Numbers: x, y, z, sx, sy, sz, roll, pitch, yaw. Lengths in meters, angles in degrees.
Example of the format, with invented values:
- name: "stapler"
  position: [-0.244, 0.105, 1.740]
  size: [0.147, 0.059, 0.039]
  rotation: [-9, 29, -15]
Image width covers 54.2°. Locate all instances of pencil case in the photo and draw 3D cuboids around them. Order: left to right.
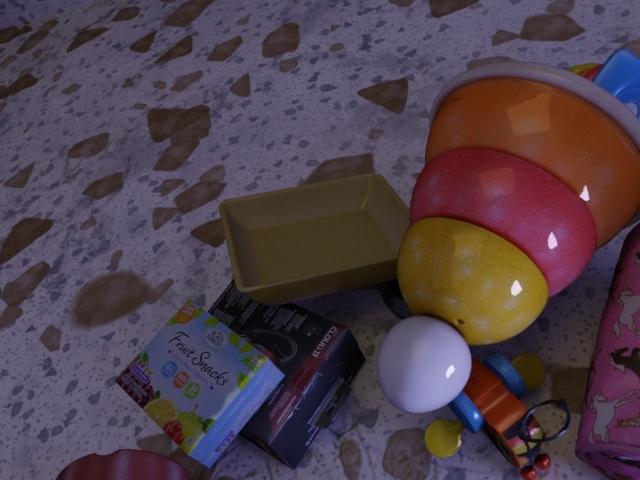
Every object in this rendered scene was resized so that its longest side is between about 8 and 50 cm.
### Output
- name: "pencil case"
  position: [0.459, 0.138, 0.827]
  size: [0.167, 0.160, 0.386]
  rotation: [21, 58, 12]

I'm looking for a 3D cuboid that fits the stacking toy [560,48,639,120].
- name: "stacking toy"
  position: [0.489, -0.279, 1.201]
  size: [0.166, 0.175, 0.302]
  rotation: [-57, 27, 14]

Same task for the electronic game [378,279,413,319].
- name: "electronic game"
  position: [0.210, 0.049, 1.090]
  size: [0.229, 0.048, 0.229]
  rotation: [-19, 42, 18]

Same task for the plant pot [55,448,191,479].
- name: "plant pot"
  position: [-0.272, 0.445, 0.825]
  size: [0.272, 0.272, 0.265]
  rotation: [-19, 38, 7]

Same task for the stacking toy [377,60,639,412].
- name: "stacking toy"
  position: [0.218, 0.025, 0.874]
  size: [0.350, 0.351, 0.480]
  rotation: [20, 65, 36]

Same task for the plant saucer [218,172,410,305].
- name: "plant saucer"
  position: [0.000, 0.000, 1.127]
  size: [0.332, 0.081, 0.333]
  rotation: [-12, 30, -8]

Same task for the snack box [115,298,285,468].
- name: "snack box"
  position: [-0.186, 0.210, 0.956]
  size: [0.207, 0.070, 0.174]
  rotation: [29, 70, 38]

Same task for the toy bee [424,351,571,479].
- name: "toy bee"
  position: [0.236, 0.249, 0.855]
  size: [0.195, 0.162, 0.298]
  rotation: [-27, 20, 11]

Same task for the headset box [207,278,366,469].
- name: "headset box"
  position: [-0.085, 0.214, 1.032]
  size: [0.293, 0.110, 0.218]
  rotation: [19, 61, 35]
